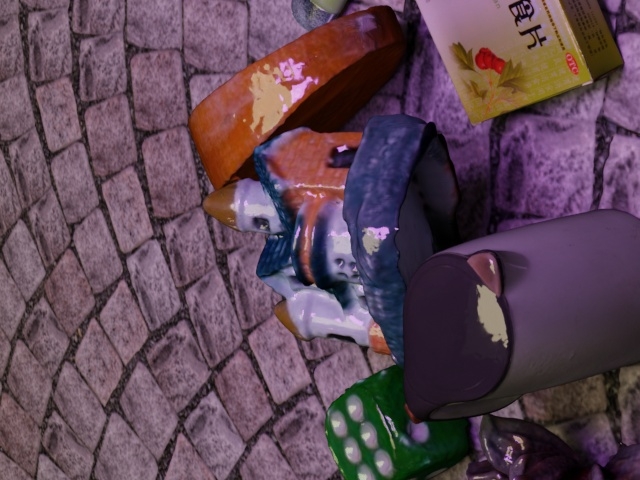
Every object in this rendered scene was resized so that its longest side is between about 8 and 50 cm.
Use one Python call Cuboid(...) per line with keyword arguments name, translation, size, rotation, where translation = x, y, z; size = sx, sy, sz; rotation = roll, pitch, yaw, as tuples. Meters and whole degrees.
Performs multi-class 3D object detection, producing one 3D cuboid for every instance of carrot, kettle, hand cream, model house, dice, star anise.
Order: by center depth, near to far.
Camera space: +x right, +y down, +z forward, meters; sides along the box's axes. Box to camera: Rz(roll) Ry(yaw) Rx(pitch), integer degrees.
Cuboid(name="kettle", translation=(0.200, 0.088, 1.520), size=(0.165, 0.255, 0.240), rotation=(47, 130, 29))
Cuboid(name="star anise", translation=(0.259, 0.270, 1.579), size=(0.283, 0.129, 0.212), rotation=(20, 145, 38))
Cuboid(name="model house", translation=(0.000, 0.000, 1.623), size=(0.291, 0.184, 0.253), rotation=(7, 146, 24))
Cuboid(name="carrot", translation=(-0.021, -0.161, 1.731), size=(0.100, 0.258, 0.307), rotation=(57, 140, 2))
Cuboid(name="dice", translation=(0.086, 0.220, 1.779), size=(0.131, 0.120, 0.128), rotation=(-42, 67, 46))
Cuboid(name="hand cream", translation=(0.018, -0.325, 1.801), size=(0.095, 0.046, 0.175), rotation=(52, 131, 32))

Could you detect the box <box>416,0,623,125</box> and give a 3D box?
Cuboid(name="box", translation=(0.179, -0.264, 1.572), size=(0.175, 0.062, 0.260), rotation=(-18, 98, 49))
